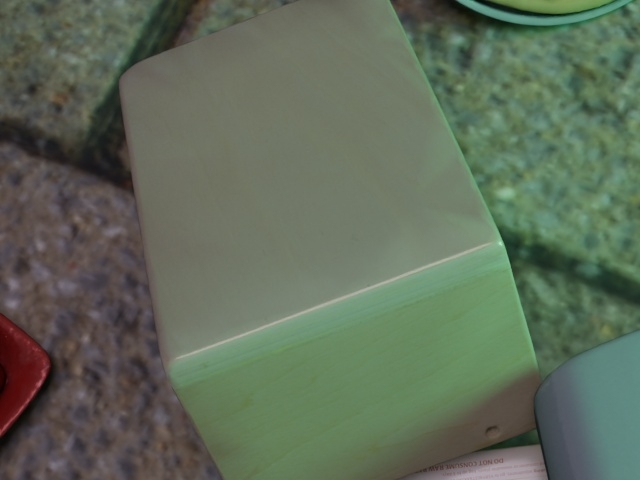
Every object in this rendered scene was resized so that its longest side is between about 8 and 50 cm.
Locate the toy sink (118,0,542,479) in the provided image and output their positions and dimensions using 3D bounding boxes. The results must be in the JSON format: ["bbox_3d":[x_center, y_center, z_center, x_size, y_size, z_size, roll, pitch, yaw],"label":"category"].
[{"bbox_3d":[0.000,0.000,0.692,0.153,0.131,0.234,-21,41,1],"label":"toy sink"}]

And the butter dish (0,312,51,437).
[{"bbox_3d":[-0.256,0.068,0.733,0.160,0.118,0.160,34,73,19],"label":"butter dish"}]

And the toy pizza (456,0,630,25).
[{"bbox_3d":[0.130,-0.216,0.754,0.201,0.032,0.201,-2,107,-8],"label":"toy pizza"}]

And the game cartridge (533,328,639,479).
[{"bbox_3d":[0.245,0.102,0.562,0.297,0.062,0.198,-8,52,2],"label":"game cartridge"}]

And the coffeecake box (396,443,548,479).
[{"bbox_3d":[0.074,0.197,0.654,0.142,0.068,0.185,-7,68,6],"label":"coffeecake box"}]
